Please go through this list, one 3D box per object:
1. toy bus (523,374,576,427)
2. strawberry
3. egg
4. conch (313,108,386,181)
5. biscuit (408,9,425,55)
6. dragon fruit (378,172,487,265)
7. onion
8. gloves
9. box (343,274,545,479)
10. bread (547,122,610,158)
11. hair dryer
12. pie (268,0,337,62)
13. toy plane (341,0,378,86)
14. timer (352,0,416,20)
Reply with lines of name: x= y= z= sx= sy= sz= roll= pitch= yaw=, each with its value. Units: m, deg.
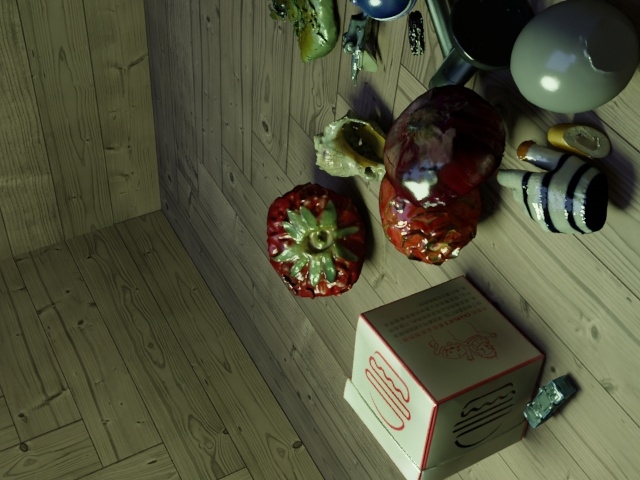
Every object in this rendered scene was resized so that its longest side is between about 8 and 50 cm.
toy bus: x=0.482 y=0.340 z=1.859 sx=0.051 sy=0.061 sz=0.153 roll=60 pitch=154 yaw=27
strawberry: x=0.000 y=0.000 z=2.482 sx=0.317 sy=0.295 sz=0.345 roll=52 pitch=-171 yaw=3
egg: x=0.394 y=-0.289 z=1.398 sx=0.232 sy=0.176 sz=0.176 roll=8 pitch=115 yaw=67
conch: x=0.095 y=-0.228 z=2.174 sx=0.245 sy=0.163 sz=0.178 roll=27 pitch=158 yaw=18
biscuit: x=0.195 y=-0.421 z=1.790 sx=0.089 sy=0.027 sz=0.087 roll=100 pitch=162 yaw=-84
dragon fruit: x=0.232 y=-0.074 z=1.874 sx=0.252 sy=0.241 sz=0.241 roll=67 pitch=157 yaw=3
onion: x=0.247 y=-0.170 z=1.684 sx=0.219 sy=0.252 sz=0.252 roll=36 pitch=176 yaw=-31
gloves: x=0.402 y=-0.087 z=1.582 sx=0.218 sy=0.131 sz=0.140 roll=11 pitch=143 yaw=41
box: x=0.271 y=0.312 z=1.990 sx=0.312 sy=0.314 sz=0.300 roll=48 pitch=147 yaw=41
bread: x=0.446 y=-0.177 z=1.529 sx=0.062 sy=0.049 sz=0.103 roll=34 pitch=175 yaw=-31
hair dryer: x=0.239 y=-0.424 z=1.690 sx=0.284 sy=0.155 sz=0.320 roll=61 pitch=166 yaw=-4
pie: x=-0.060 y=-0.641 z=2.284 sx=0.371 sy=0.078 sz=0.296 roll=56 pitch=152 yaw=34
toy plane: x=0.091 y=-0.497 z=2.043 sx=0.192 sy=0.088 sz=0.262 roll=-94 pitch=3 yaw=-59
timer: x=0.091 y=-0.628 z=1.785 sx=0.270 sy=0.270 sz=0.384 roll=26 pitch=146 yaw=59
